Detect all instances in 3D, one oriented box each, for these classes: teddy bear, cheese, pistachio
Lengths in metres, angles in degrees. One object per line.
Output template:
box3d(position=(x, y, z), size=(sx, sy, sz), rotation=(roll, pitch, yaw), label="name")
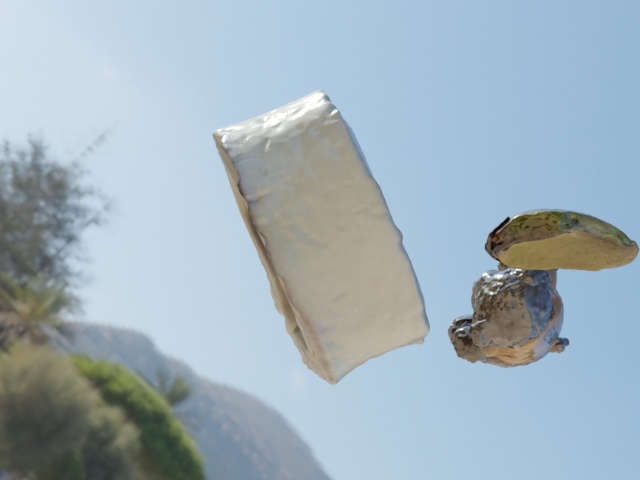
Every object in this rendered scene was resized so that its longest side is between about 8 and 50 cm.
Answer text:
box3d(position=(0.243, 0.090, 1.696), size=(0.140, 0.177, 0.190), rotation=(40, 2, 20), label="teddy bear")
box3d(position=(0.002, 0.000, 1.589), size=(0.292, 0.153, 0.332), rotation=(91, -23, -77), label="cheese")
box3d(position=(0.274, -0.007, 1.537), size=(0.173, 0.049, 0.089), rotation=(2, -34, 4), label="pistachio")
